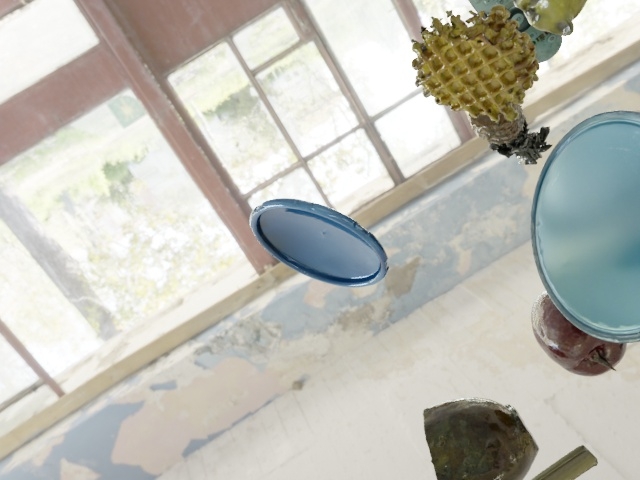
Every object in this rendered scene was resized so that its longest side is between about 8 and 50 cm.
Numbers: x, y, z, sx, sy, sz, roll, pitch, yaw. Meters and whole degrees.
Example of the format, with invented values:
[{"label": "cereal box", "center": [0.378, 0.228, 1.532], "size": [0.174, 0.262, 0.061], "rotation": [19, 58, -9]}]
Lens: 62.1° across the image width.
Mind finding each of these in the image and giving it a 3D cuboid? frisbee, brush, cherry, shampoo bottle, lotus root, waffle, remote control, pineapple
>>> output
[{"label": "frisbee", "center": [0.000, 0.000, 0.873], "size": [0.242, 0.242, 0.045], "rotation": [-12, -133, 49]}, {"label": "brush", "center": [0.379, 0.467, 0.984], "size": [0.282, 0.054, 0.048], "rotation": [-42, -166, 13]}, {"label": "cherry", "center": [0.674, 0.231, 1.411], "size": [0.203, 0.230, 0.300], "rotation": [-61, -160, 21]}, {"label": "shampoo bottle", "center": [0.564, -0.026, 0.800], "size": [0.343, 0.331, 0.331], "rotation": [-3, -170, -15]}, {"label": "lotus root", "center": [0.422, 0.534, 1.386], "size": [0.260, 0.149, 0.267], "rotation": [-22, -129, 18]}, {"label": "waffle", "center": [0.241, -0.277, 0.833], "size": [0.193, 0.197, 0.070], "rotation": [12, -118, 26]}, {"label": "remote control", "center": [0.362, -0.436, 1.009], "size": [0.097, 0.256, 0.045], "rotation": [-33, -152, 37]}, {"label": "pineapple", "center": [0.429, -0.240, 1.181], "size": [0.119, 0.237, 0.111], "rotation": [11, -101, 48]}]

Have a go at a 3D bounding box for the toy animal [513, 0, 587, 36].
[{"label": "toy animal", "center": [0.170, -0.236, 0.323], "size": [0.073, 0.136, 0.181], "rotation": [9, -121, 20]}]
